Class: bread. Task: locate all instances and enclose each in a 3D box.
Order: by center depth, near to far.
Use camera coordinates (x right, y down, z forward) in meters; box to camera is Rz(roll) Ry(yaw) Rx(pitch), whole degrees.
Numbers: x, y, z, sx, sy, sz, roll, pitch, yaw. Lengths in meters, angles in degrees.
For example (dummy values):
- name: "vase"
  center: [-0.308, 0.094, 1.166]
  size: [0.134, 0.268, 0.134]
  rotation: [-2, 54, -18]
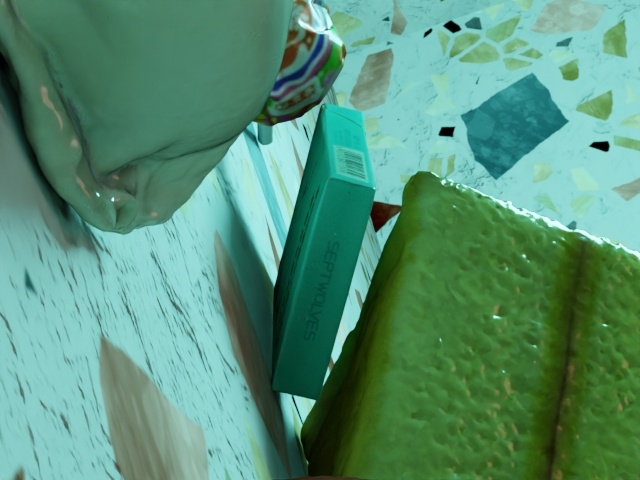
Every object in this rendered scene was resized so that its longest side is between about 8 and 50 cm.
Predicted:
- name: "bread"
  center: [0.126, 0.161, 0.991]
  size: [0.361, 0.233, 0.245]
  rotation: [-89, -160, -66]

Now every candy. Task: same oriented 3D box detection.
- name: "candy"
  center: [-0.047, -0.129, 1.367]
  size: [0.365, 0.124, 0.124]
  rotation: [96, -23, -79]

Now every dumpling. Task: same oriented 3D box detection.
- name: "dumpling"
  center: [-0.081, -0.098, 0.649]
  size: [0.151, 0.124, 0.229]
  rotation: [-28, 127, -47]

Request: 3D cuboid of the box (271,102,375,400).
- name: "box"
  center: [0.000, 0.000, 1.174]
  size: [0.226, 0.042, 0.161]
  rotation: [-93, -162, -73]

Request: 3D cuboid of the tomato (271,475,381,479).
- name: "tomato"
  center: [0.064, 0.176, 0.490]
  size: [0.289, 0.176, 0.335]
  rotation: [54, 6, 37]
